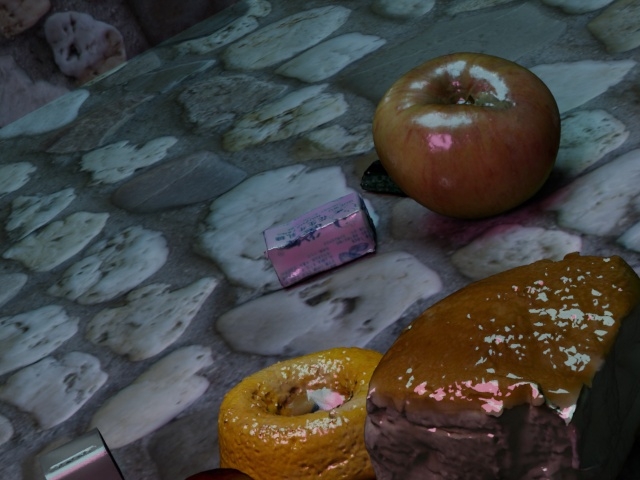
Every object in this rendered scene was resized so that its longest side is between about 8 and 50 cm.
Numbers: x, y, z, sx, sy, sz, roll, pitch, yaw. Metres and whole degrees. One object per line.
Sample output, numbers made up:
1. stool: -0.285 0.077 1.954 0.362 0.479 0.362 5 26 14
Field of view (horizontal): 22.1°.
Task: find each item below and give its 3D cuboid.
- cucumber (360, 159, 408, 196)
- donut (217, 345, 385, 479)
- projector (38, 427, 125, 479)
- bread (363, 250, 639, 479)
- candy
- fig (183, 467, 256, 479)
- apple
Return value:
1. cucumber: 0.148 -0.097 2.464 0.070 0.046 0.220 -29 24 -30
2. donut: 0.001 0.212 1.862 0.253 0.118 0.253 -8 19 3
3. projector: -0.287 0.288 1.995 0.082 0.083 0.083 -27 23 -8
4. bread: 0.188 0.152 1.643 0.279 0.225 0.250 3 40 32
5. candy: 0.000 0.000 2.355 0.160 0.073 0.092 -23 18 4
6. fig: -0.118 0.347 1.590 0.191 0.190 0.290 -2 30 42
7. apple: 0.204 -0.143 2.278 0.261 0.194 0.261 -9 46 9
